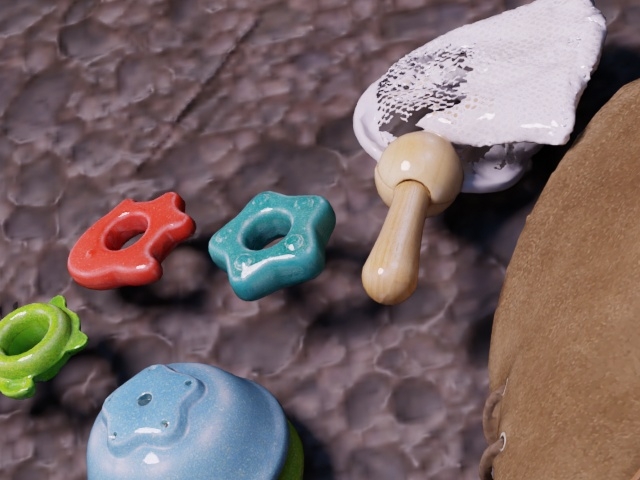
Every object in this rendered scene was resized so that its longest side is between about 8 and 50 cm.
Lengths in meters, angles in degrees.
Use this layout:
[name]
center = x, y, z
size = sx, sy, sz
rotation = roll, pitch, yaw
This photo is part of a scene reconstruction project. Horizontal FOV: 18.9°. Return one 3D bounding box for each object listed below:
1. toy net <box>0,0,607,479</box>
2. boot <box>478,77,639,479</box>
[toy net]
center = 0.000, 0.000, 0.621
size = 0.232, 0.045, 0.122
rotation = -41, 40, -15
[boot]
center = 0.089, 0.074, 0.537
size = 0.115, 0.112, 0.305
rotation = 2, 60, 51
